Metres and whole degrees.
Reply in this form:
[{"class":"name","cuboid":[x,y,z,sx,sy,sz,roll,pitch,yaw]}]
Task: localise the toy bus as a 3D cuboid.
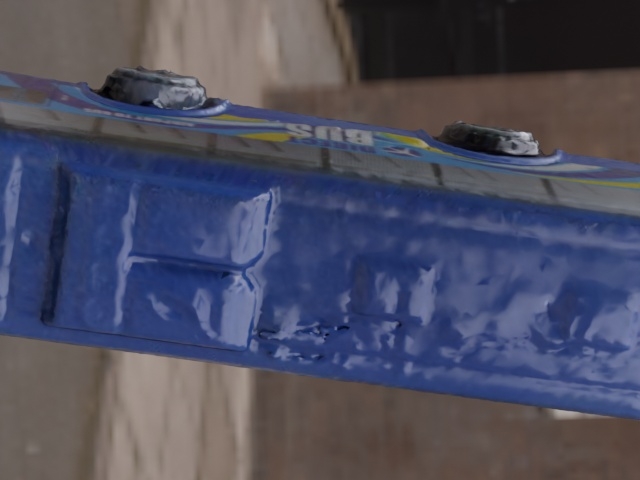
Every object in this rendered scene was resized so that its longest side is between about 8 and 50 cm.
[{"class":"toy bus","cuboid":[0.000,0.000,0.385,0.061,0.153,0.051,-106,-156,-77]}]
